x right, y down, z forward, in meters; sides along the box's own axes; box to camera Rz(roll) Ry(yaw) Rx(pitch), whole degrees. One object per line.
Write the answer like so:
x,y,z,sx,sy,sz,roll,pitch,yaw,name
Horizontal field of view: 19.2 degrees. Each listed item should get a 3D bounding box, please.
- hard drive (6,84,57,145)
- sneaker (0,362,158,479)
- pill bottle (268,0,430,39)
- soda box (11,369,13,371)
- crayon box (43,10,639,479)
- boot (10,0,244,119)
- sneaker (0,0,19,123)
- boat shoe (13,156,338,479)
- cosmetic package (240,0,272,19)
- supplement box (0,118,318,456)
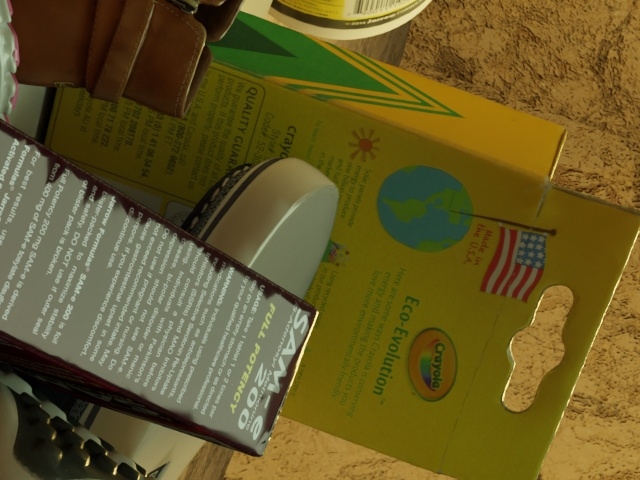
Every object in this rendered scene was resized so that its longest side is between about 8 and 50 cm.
-0.142,-0.150,1.022,0.233,0.047,0.353,95,16,-73,hard drive
-0.133,0.132,0.786,0.118,0.110,0.292,-52,178,-18,sneaker
0.026,-0.307,1.411,0.334,0.188,0.188,100,11,-66,pill bottle
-0.242,0.170,0.945,0.098,0.091,0.286,-49,159,-78,soda box
0.000,0.000,1.051,0.081,0.318,0.202,-62,172,-61,crayon box
-0.096,-0.158,0.862,0.073,0.152,0.197,75,35,-81,boot
-0.179,-0.052,0.799,0.063,0.075,0.170,56,-44,41,sneaker
-0.137,0.067,1.007,0.340,0.158,0.127,-57,163,17,boat shoe
-0.086,-0.171,1.236,0.127,0.107,0.238,25,88,-83,cosmetic package
-0.123,0.007,0.736,0.239,0.130,0.073,32,75,-49,supplement box
